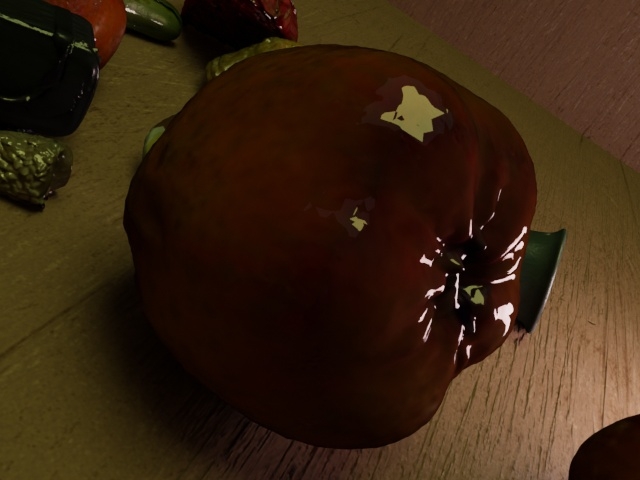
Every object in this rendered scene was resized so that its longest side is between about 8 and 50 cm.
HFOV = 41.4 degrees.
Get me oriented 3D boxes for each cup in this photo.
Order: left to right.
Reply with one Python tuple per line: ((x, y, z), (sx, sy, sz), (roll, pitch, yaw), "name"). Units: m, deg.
((0.341, 0.051, 1.530), (0.150, 0.199, 0.199), (19, 25, 12), "cup")

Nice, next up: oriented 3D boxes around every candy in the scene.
((-0.378, -0.096, 1.080), (0.110, 0.085, 0.095), (20, 20, -3), "candy")

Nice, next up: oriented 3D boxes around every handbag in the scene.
((-0.432, -0.245, 1.150), (0.255, 0.181, 0.181), (18, 24, -26), "handbag")

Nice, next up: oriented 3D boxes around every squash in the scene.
((-0.413, -0.465, 1.620), (0.341, 0.094, 0.094), (10, 36, -37), "squash")

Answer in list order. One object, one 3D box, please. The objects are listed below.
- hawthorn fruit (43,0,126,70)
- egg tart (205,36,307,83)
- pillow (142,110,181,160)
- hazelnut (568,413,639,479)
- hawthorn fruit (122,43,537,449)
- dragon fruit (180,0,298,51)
((-0.412, -0.330, 1.335), (0.197, 0.196, 0.225), (21, 60, -23), "hawthorn fruit")
((-0.051, -0.284, 1.655), (0.352, 0.153, 0.339), (27, 31, -10), "egg tart")
((-0.155, -0.111, 1.290), (0.233, 0.086, 0.214), (-10, 65, -34), "pillow")
((0.487, 0.349, 1.051), (0.373, 0.315, 0.372), (18, 0, 0), "hazelnut")
((0.000, 0.000, 0.975), (0.472, 0.471, 0.471), (26, 28, -15), "hawthorn fruit")
((-0.112, -0.525, 1.748), (0.286, 0.227, 0.329), (28, -13, -14), "dragon fruit")
